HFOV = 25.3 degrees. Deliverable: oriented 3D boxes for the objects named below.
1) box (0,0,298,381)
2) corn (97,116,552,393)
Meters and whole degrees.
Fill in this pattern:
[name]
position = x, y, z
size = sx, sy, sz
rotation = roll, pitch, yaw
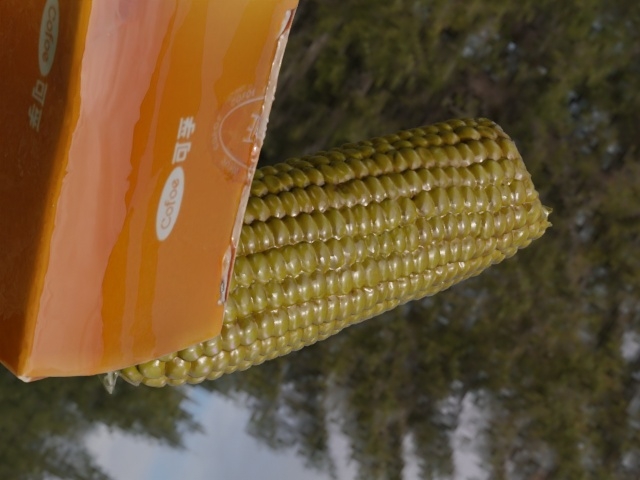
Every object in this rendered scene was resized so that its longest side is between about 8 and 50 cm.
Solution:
[box]
position = -0.183, -0.102, 0.802
size = 0.143, 0.341, 0.224
rotation = -9, 121, -44
[corn]
position = 0.000, 0.000, 1.063
size = 0.387, 0.144, 0.144
rotation = -22, 172, -22
